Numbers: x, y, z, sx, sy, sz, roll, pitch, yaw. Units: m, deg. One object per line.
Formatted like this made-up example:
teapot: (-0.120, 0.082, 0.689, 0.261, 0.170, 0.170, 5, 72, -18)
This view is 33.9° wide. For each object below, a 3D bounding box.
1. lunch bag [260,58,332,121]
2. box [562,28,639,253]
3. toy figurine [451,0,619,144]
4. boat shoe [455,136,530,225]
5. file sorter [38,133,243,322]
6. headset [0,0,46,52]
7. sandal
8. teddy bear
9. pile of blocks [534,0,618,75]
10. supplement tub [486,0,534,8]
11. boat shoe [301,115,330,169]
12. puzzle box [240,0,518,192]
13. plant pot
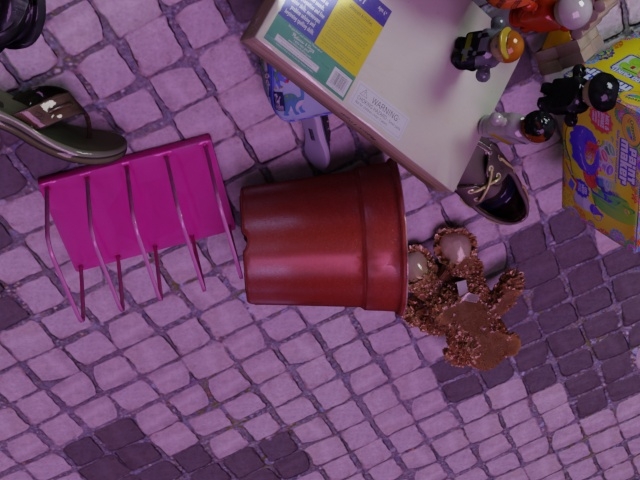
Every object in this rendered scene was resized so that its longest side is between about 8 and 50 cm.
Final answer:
lunch bag: (0.015, -0.287, 1.639, 0.219, 0.090, 0.176, -9, 127, -10)
box: (0.568, -0.187, 1.766, 0.279, 0.177, 0.290, -31, 135, -21)
toy figurine: (0.325, -0.254, 1.574, 0.209, 0.148, 0.213, -29, 108, -27)
boat shoe: (0.274, -0.109, 1.789, 0.116, 0.097, 0.324, -43, 149, 9)
file sorter: (-0.288, -0.010, 1.721, 0.290, 0.182, 0.202, -15, 132, -3)
headset: (-0.440, -0.310, 1.367, 0.394, 0.185, 0.243, -38, 167, 12)
sandal: (-0.421, -0.195, 1.575, 0.302, 0.120, 0.086, 23, 106, -31)
teddy bear: (0.270, 0.108, 2.054, 0.245, 0.113, 0.338, -45, 120, 13)
pile of blocks: (0.433, -0.428, 1.646, 0.112, 0.149, 0.362, -38, 161, -44)
supplement tub: (0.216, -0.481, 1.459, 0.193, 0.193, 0.316, -37, 129, 16)
boat shoe: (-0.001, -0.178, 1.755, 0.040, 0.049, 0.142, -46, 147, -28)
puzzle box: (0.105, -0.290, 1.554, 0.409, 0.052, 0.272, 35, 76, -28)
plant pot: (0.000, 0.000, 1.781, 0.265, 0.272, 0.272, -3, 131, -3)
